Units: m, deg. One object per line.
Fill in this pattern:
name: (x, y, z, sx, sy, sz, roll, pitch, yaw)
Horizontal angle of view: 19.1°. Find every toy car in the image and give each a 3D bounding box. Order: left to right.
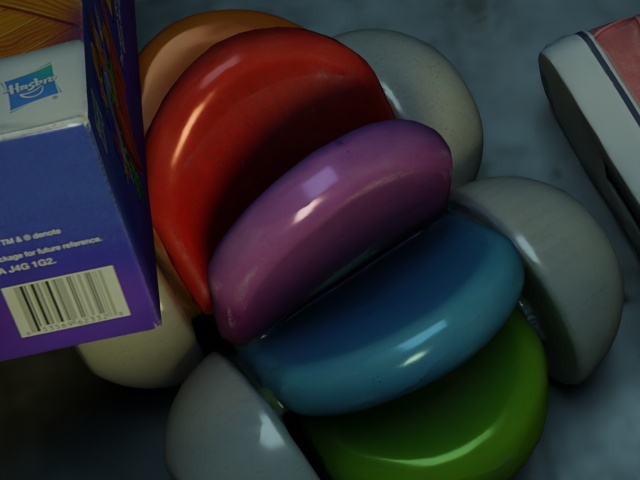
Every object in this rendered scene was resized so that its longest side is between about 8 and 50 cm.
toy car: (0.000, 0.000, 0.602, 0.159, 0.136, 0.182, -33, 62, -13)

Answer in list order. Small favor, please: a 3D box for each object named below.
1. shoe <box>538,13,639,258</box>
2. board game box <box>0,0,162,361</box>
shoe: (0.145, -0.014, 0.637, 0.081, 0.063, 0.178, -24, 56, -2)
board game box: (-0.230, -0.046, 0.570, 0.347, 0.078, 0.233, -12, 44, 2)
